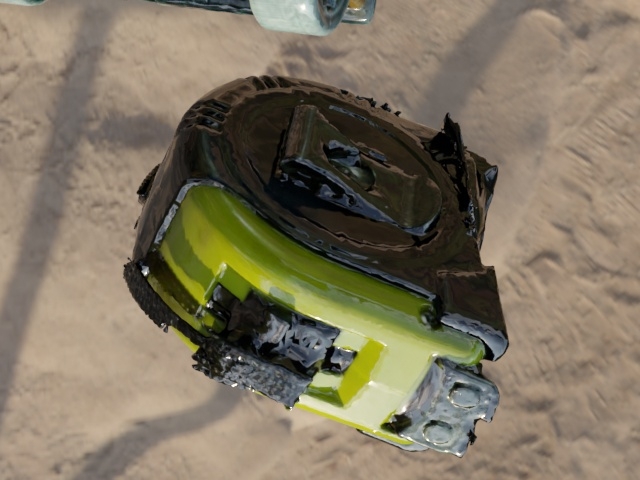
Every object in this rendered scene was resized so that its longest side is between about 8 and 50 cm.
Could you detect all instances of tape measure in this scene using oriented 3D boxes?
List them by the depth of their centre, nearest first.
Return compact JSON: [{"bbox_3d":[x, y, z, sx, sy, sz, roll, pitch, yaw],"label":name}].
[{"bbox_3d":[0.000,0.000,0.626,0.186,0.199,0.112,19,126,-11],"label":"tape measure"}]

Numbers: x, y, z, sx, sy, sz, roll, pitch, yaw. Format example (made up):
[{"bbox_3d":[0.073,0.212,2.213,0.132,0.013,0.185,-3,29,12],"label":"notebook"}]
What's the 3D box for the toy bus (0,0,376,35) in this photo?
[{"bbox_3d":[-0.069,-0.155,0.332,0.138,0.275,0.167,10,93,18],"label":"toy bus"}]
